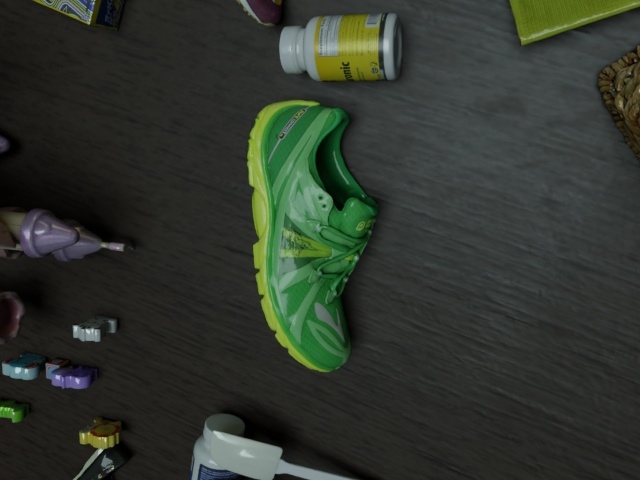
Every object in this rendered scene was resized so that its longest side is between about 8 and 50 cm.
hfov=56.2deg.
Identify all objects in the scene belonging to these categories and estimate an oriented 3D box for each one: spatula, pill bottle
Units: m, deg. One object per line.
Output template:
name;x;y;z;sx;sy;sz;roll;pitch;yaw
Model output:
spatula;-0.035;0.330;0.719;0.242;0.019;0.168;17;99;-6
pill bottle;0.021;-0.193;0.604;0.116;0.065;0.065;4;102;17
pill bottle;-0.127;0.281;0.746;0.067;0.067;0.120;15;105;13

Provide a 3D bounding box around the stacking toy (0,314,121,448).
stacking toy;-0.368;0.178;0.807;0.221;0.052;0.167;6;103;16

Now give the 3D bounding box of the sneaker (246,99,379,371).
sneaker;0.000;0.000;0.627;0.124;0.109;0.295;-5;99;22

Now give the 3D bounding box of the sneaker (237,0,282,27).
sneaker;-0.057;-0.314;0.601;0.084;0.069;0.185;-12;99;21

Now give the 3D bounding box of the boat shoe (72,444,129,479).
boat shoe;-0.312;0.331;0.822;0.042;0.049;0.133;44;106;13

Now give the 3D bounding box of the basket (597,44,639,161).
basket;0.435;-0.106;0.483;0.299;0.223;0.213;-35;122;20

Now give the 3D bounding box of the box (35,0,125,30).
box;-0.310;-0.301;0.688;0.169;0.054;0.059;26;107;11

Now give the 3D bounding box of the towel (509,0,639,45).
towel;0.282;-0.252;0.515;0.237;0.021;0.102;-14;72;21

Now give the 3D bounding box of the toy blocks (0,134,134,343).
toy blocks;-0.383;-0.034;0.642;0.260;0.288;0.308;6;86;11
